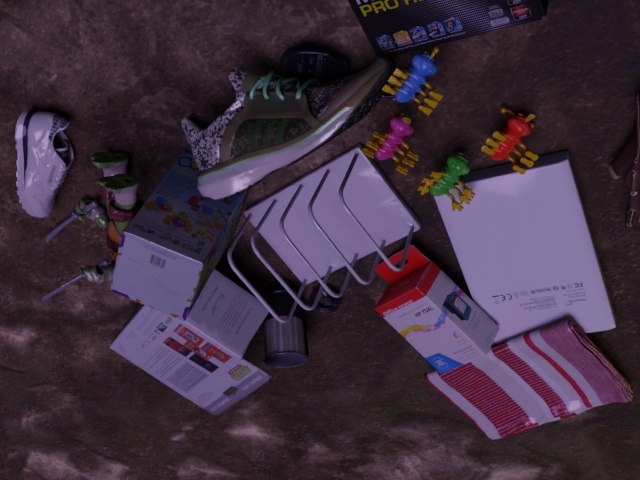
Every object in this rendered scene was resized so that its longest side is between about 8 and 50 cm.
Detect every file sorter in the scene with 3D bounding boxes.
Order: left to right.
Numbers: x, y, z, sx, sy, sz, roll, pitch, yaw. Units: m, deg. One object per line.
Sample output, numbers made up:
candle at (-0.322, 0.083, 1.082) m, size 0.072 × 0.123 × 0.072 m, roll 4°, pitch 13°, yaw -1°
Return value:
file sorter at (0.000, 0.000, 1.526) m, size 0.278 × 0.173 × 0.193 m, roll -27°, pitch 112°, yaw 31°

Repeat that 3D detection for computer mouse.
computer mouse at (0.054, -0.277, 1.406) m, size 0.242 × 0.041 × 0.071 m, roll 12°, pitch 135°, yaw 0°

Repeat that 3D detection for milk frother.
milk frother at (-0.035, 0.167, 1.675) m, size 0.143 × 0.134 × 0.129 m, roll -27°, pitch 146°, yaw 35°

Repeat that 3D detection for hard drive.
hard drive at (0.361, 0.025, 1.511) m, size 0.233 × 0.047 × 0.353 m, roll -12°, pitch 120°, yaw 24°

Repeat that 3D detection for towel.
towel at (0.396, 0.277, 1.650) m, size 0.329 × 0.037 × 0.237 m, roll -28°, pitch 121°, yaw 35°

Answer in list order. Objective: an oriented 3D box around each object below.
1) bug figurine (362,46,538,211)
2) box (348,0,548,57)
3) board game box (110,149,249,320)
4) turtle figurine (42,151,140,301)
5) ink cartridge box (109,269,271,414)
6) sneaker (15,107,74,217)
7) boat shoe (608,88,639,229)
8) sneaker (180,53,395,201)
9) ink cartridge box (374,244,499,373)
bug figurine at (0.197, -0.173, 1.370) m, size 0.279 × 0.072 × 0.216 m, roll 29°, pitch 122°, yaw -19°
box at (0.163, -0.386, 1.226) m, size 0.270 × 0.060 × 0.216 m, roll -7°, pitch 136°, yaw 30°
board game box at (-0.241, -0.015, 1.523) m, size 0.144 × 0.275 × 0.142 m, roll 23°, pitch 127°, yaw 1°
turtle figurine at (-0.432, -0.022, 1.629) m, size 0.275 × 0.198 × 0.266 m, roll 13°, pitch 123°, yaw 3°
ink cartridge box at (-0.239, 0.195, 1.710) m, size 0.272 × 0.130 × 0.309 m, roll 36°, pitch 144°, yaw -10°
sneaker at (-0.524, -0.138, 1.648) m, size 0.095 × 0.090 × 0.235 m, roll 9°, pitch 128°, yaw -1°
boat shoe at (0.498, -0.117, 1.342) m, size 0.095 × 0.095 × 0.257 m, roll -2°, pitch 123°, yaw 26°
sneaker at (-0.074, -0.212, 1.378) m, size 0.410 × 0.158 × 0.182 m, roll -27°, pitch 99°, yaw 25°
ink cartridge box at (0.198, 0.129, 1.586) m, size 0.231 × 0.078 × 0.134 m, roll 44°, pitch 141°, yaw -8°
